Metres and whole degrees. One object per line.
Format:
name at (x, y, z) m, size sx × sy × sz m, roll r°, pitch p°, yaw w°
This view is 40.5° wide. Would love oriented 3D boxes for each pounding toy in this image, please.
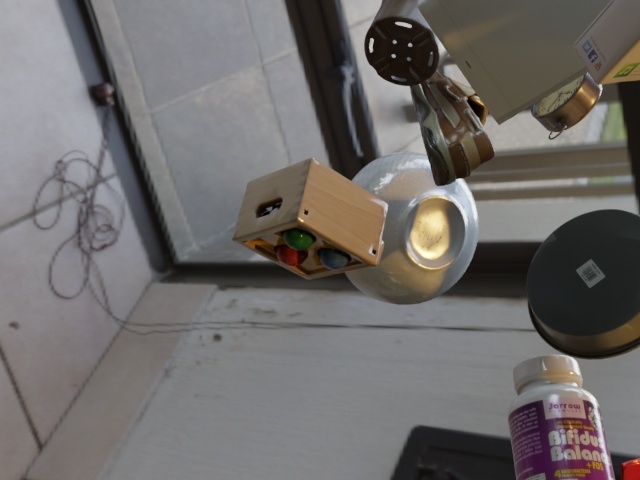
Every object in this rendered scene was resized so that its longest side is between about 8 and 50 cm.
pounding toy at (-0.002, 0.004, 1.076) m, size 0.206 × 0.181 × 0.094 m, roll 29°, pitch 62°, yaw -33°

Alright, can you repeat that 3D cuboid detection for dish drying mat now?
dish drying mat at (0.471, 0.331, 1.266) m, size 0.083 × 0.008 × 0.032 m, roll -7°, pitch 99°, yaw -26°

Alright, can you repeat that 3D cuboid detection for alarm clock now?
alarm clock at (0.450, -0.246, 1.593) m, size 0.064 × 0.129 × 0.192 m, roll 42°, pitch 50°, yaw -16°

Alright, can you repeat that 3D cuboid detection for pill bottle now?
pill bottle at (0.432, 0.367, 1.574) m, size 0.169 × 0.169 × 0.301 m, roll 40°, pitch 38°, yaw -45°

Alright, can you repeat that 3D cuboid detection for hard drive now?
hard drive at (0.308, -0.309, 1.113) m, size 0.203 × 0.308 × 0.040 m, roll 50°, pitch 26°, yaw -20°

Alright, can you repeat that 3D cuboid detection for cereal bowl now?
cereal bowl at (0.208, -0.021, 1.866) m, size 0.339 × 0.141 × 0.338 m, roll -4°, pitch 99°, yaw -27°

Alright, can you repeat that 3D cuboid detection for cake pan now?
cake pan at (0.491, 0.066, 1.535) m, size 0.054 × 0.293 × 0.293 m, roll 38°, pitch 60°, yaw -39°

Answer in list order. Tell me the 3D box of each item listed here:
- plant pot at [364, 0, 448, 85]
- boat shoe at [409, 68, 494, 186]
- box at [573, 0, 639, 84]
plant pot at (0.155, -0.346, 1.418) m, size 0.167 × 0.167 × 0.165 m, roll 62°, pitch 40°, yaw -31°
boat shoe at (0.230, -0.210, 1.501) m, size 0.324 × 0.120 × 0.122 m, roll -94°, pitch 165°, yaw -50°
box at (0.407, -0.266, 0.766) m, size 0.232 × 0.322 × 0.058 m, roll -10°, pitch 65°, yaw -30°
